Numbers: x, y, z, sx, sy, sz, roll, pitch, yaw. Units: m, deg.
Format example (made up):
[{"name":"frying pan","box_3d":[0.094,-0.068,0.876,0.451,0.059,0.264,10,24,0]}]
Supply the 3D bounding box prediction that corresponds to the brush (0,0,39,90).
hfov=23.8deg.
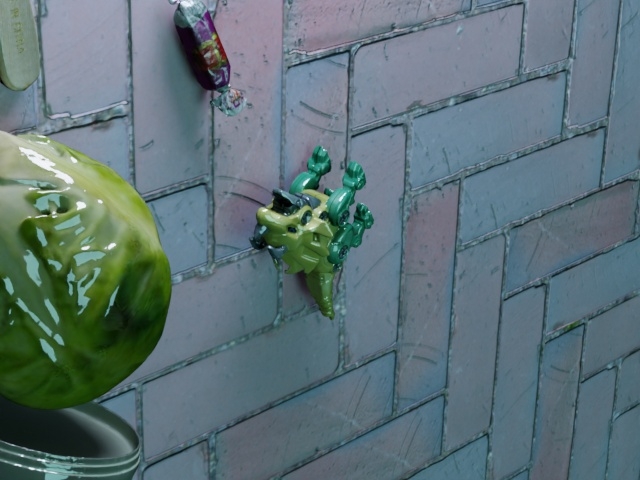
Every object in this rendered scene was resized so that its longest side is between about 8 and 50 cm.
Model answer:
[{"name":"brush","box_3d":[-0.296,-0.294,1.396,0.085,0.020,0.337,-28,127,-36]}]

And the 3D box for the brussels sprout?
[{"name":"brussels sprout","box_3d":[-0.262,0.020,1.447,0.219,0.210,0.271,-33,122,-4]}]

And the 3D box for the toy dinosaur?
[{"name":"toy dinosaur","box_3d":[0.000,0.000,1.814,0.153,0.094,0.259,-51,145,-18]}]

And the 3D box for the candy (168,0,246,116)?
[{"name":"candy","box_3d":[-0.123,-0.206,1.612,0.045,0.043,0.175,-40,130,-25]}]

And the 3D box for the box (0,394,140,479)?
[{"name":"box","box_3d":[-0.301,0.238,1.487,0.226,0.226,0.149,8,102,-49]}]
